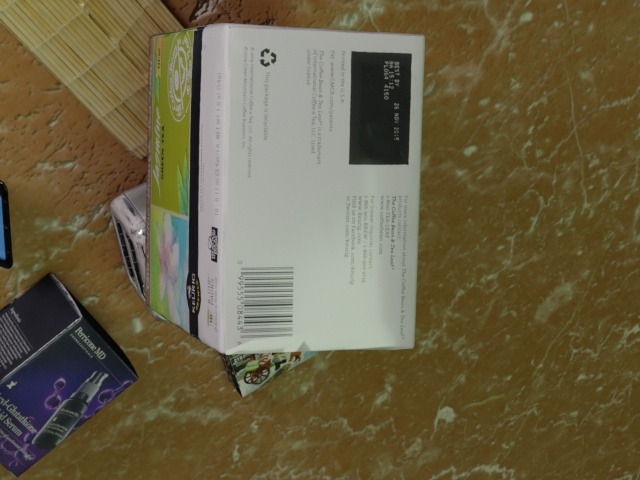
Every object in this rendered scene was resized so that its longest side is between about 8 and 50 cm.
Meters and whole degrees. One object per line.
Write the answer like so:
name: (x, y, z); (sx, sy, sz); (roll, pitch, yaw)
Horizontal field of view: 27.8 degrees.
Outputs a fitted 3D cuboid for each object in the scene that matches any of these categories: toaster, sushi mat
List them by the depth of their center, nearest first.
sushi mat: (-0.243, -0.231, 1.495); (0.151, 0.019, 0.316); (-45, 137, -3)
toaster: (-0.174, -0.002, 1.640); (0.146, 0.129, 0.227); (-24, 134, -19)

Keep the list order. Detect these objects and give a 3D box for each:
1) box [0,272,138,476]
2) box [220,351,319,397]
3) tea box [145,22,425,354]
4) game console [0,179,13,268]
box: (-0.363, 0.171, 1.638); (0.207, 0.108, 0.153); (-40, 136, -6)
box: (-0.042, 0.109, 1.880); (0.233, 0.044, 0.159); (-30, 135, -16)
tea box: (-0.052, -0.064, 1.420); (0.220, 0.323, 0.329); (0, 95, -21)
game console: (-0.419, -0.020, 1.481); (0.107, 0.071, 0.122); (-15, 128, -28)
